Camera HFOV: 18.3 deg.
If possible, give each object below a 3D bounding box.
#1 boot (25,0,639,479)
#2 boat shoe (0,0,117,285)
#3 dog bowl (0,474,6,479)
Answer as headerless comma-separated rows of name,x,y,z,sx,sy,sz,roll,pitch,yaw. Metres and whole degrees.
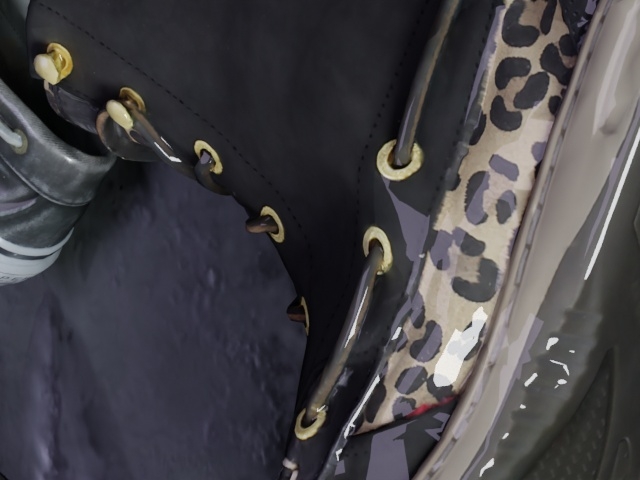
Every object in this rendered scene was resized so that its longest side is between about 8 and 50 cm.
boot,0.000,0.000,0.768,0.284,0.138,0.377,36,113,35
boat shoe,-0.196,-0.142,0.980,0.119,0.121,0.335,-39,77,30
dog bowl,-0.250,0.279,1.062,0.348,0.102,0.349,4,95,44
